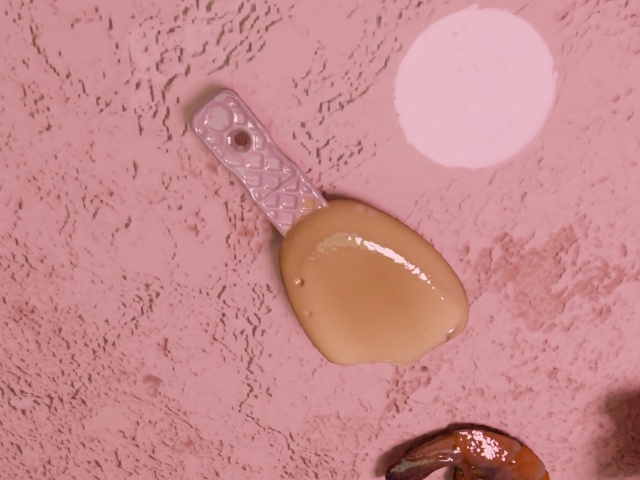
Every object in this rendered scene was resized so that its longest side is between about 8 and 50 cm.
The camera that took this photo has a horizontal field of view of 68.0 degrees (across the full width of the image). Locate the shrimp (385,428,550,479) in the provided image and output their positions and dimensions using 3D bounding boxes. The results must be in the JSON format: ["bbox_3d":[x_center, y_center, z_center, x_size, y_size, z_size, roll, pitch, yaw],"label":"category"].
[{"bbox_3d":[0.097,0.299,0.495,0.296,0.058,0.169,-37,103,10],"label":"shrimp"}]

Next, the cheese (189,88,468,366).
[{"bbox_3d":[0.000,0.000,0.358,0.127,0.050,0.255,-37,108,15],"label":"cheese"}]
